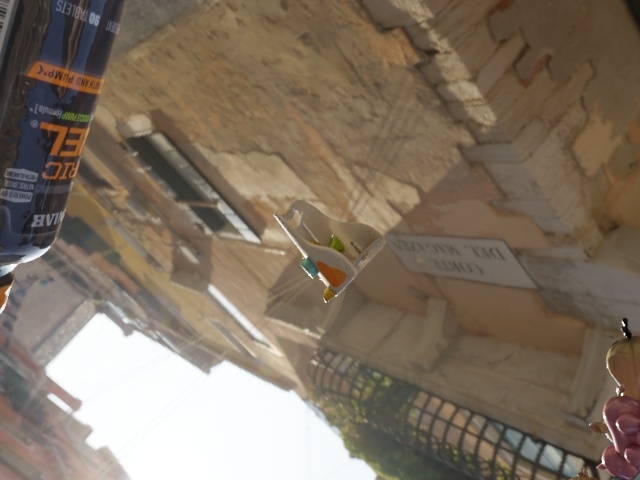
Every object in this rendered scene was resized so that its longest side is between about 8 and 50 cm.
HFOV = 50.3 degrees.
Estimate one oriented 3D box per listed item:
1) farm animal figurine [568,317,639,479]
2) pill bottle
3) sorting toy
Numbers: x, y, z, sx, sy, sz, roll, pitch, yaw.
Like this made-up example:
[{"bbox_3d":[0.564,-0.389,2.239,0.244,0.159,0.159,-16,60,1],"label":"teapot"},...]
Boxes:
[{"bbox_3d":[0.386,0.309,0.832,0.172,0.327,0.330,-7,-133,60],"label":"farm animal figurine"},{"bbox_3d":[-0.227,-0.072,0.456,0.245,0.130,0.130,-70,-159,10],"label":"pill bottle"},{"bbox_3d":[0.000,0.000,0.507,0.045,0.075,0.083,-47,176,24],"label":"sorting toy"}]
